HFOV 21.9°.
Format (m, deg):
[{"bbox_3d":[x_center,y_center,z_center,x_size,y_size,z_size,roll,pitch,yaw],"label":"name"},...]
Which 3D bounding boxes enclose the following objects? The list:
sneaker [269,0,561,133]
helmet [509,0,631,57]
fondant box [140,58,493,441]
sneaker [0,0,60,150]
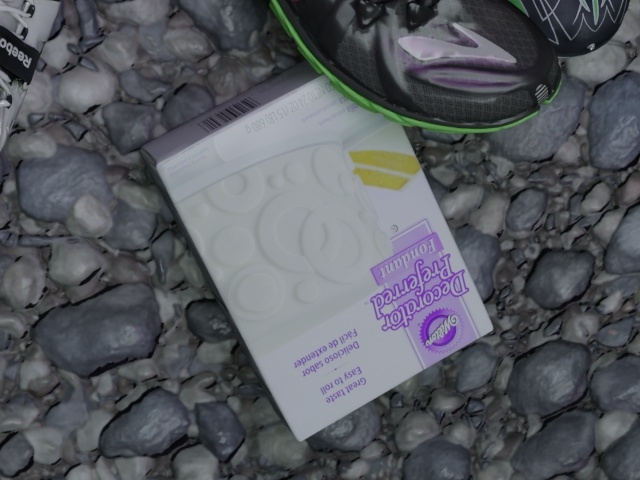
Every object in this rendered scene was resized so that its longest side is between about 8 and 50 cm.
[{"bbox_3d":[0.036,-0.279,1.503,0.483,0.202,0.185,42,65,-10],"label":"sneaker"},{"bbox_3d":[0.231,-0.269,1.640,0.169,0.161,0.169,-4,105,-16],"label":"helmet"},{"bbox_3d":[0.000,0.000,1.673,0.238,0.096,0.330,-29,111,-9],"label":"fondant box"},{"bbox_3d":[-0.307,-0.156,1.506,0.122,0.146,0.330,21,97,-29],"label":"sneaker"}]
